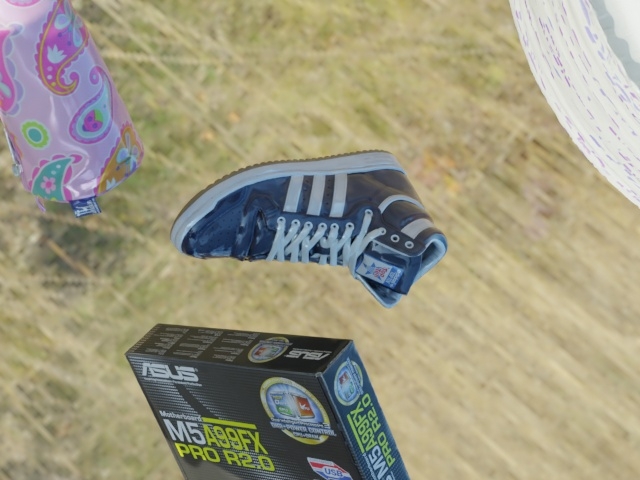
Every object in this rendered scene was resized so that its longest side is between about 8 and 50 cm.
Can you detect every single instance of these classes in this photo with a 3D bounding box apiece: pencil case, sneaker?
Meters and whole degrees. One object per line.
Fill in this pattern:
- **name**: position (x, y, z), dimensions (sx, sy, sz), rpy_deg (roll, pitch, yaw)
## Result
- **pencil case**: position (-0.257, -0.164, 1.406), dimensions (0.124, 0.124, 0.284), rpy_deg (-37, 123, -27)
- **sneaker**: position (0.000, 0.000, 1.580), dimensions (0.282, 0.153, 0.099), rpy_deg (-14, 145, -33)

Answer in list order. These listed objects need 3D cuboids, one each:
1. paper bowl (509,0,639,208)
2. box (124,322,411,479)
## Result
- **paper bowl**: position (0.228, -0.134, 0.649), dimensions (0.284, 0.284, 0.148), rpy_deg (-44, 180, -12)
- **box**: position (-0.049, 0.193, 1.591), dimensions (0.060, 0.270, 0.216), rpy_deg (-45, 125, -39)
